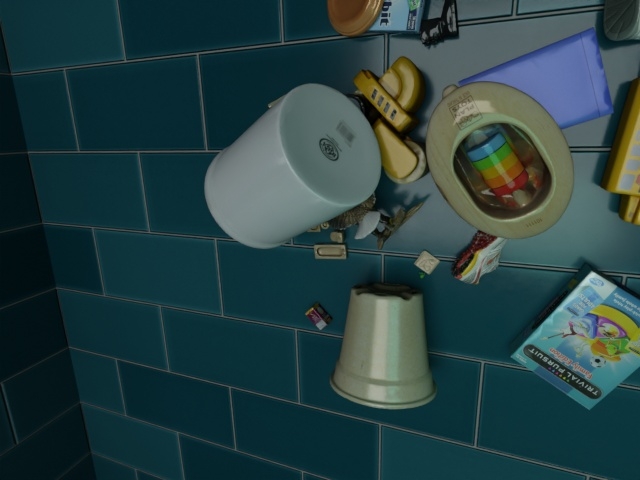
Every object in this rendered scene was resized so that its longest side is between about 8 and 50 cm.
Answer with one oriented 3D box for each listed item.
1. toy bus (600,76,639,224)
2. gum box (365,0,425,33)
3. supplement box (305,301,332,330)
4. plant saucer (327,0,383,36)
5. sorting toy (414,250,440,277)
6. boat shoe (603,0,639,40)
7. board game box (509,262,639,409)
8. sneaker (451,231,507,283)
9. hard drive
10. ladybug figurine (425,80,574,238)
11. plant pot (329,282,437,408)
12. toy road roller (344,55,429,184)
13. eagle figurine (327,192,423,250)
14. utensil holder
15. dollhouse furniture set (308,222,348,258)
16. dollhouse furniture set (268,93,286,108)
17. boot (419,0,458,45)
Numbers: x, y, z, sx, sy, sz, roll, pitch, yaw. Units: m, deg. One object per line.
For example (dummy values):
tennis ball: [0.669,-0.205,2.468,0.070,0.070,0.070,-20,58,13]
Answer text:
toy bus: [0.778,-0.209,0.973,0.130,0.108,0.333,12,109,20]
gum box: [0.194,-0.655,1.111,0.184,0.041,0.157,18,111,29]
supplement box: [-0.006,0.274,1.471,0.083,0.055,0.043,47,116,3]
plant saucer: [0.089,-0.679,1.132,0.200,0.037,0.200,12,107,42]
sorting toy: [0.331,0.080,1.297,0.062,0.012,0.083,35,112,5]
boat shoe: [0.714,-0.613,0.895,0.103,0.118,0.320,-5,102,-14]
board game box: [0.749,0.271,1.139,0.253,0.079,0.336,34,115,11]
sneaker: [0.487,0.033,1.192,0.092,0.088,0.225,30,112,-17]
hard drive: [0.549,-0.375,1.061,0.318,0.040,0.210,-16,99,26]
ladybug figurine: [0.447,-0.209,1.041,0.305,0.162,0.449,-27,109,29]
plant pot: [0.201,0.299,1.269,0.333,0.334,0.306,4,96,22]
toy road roller: [0.216,-0.339,1.120,0.329,0.202,0.240,49,116,6]
eagle figurine: [0.111,-0.115,1.230,0.298,0.226,0.225,45,156,12]
utensil holder: [-0.081,-0.175,1.074,0.385,0.327,0.328,-21,97,52]
dollhouse furniture set: [0.000,0.000,1.352,0.144,0.123,0.151,0,105,23]
dollhouse furniture set: [-0.045,-0.397,1.276,0.183,0.129,0.129,-30,92,3]
boot: [0.316,-0.595,1.097,0.099,0.045,0.121,-1,102,29]
